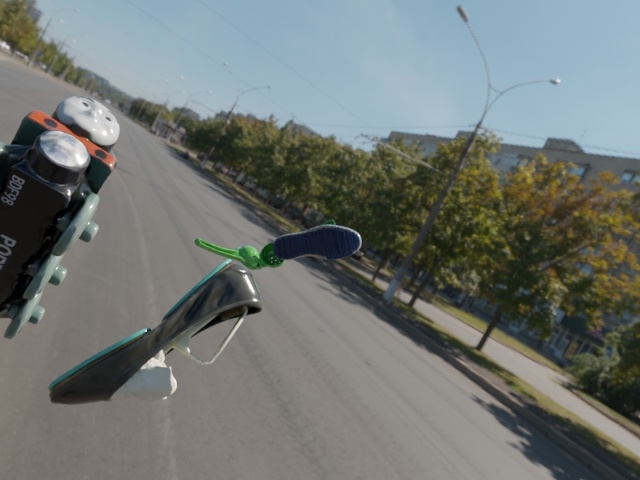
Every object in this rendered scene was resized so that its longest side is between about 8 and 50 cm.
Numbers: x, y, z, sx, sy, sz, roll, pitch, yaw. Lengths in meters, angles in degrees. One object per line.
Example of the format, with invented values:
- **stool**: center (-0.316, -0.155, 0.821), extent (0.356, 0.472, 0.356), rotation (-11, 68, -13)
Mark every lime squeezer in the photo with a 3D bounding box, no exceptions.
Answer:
- **lime squeezer**: center (-0.113, 0.021, 1.037), extent (0.310, 0.110, 0.059), rotation (-8, 70, -36)

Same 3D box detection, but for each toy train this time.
- **toy train**: center (-0.349, -0.026, 0.617), extent (0.142, 0.334, 0.190), rotation (31, 35, -23)

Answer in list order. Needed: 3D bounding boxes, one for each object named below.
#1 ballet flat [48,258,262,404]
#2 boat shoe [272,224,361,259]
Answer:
- **ballet flat**: center (-0.187, 0.132, 0.645), extent (0.096, 0.280, 0.095), rotation (51, -21, 7)
- **boat shoe**: center (0.000, 0.000, 1.003), extent (0.183, 0.066, 0.066), rotation (-2, 8, 26)
